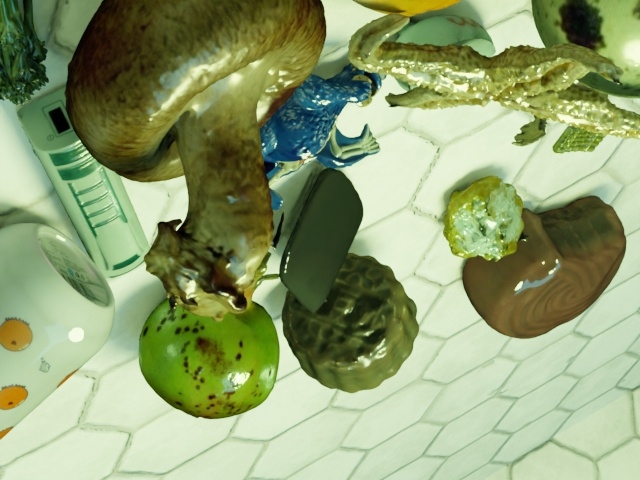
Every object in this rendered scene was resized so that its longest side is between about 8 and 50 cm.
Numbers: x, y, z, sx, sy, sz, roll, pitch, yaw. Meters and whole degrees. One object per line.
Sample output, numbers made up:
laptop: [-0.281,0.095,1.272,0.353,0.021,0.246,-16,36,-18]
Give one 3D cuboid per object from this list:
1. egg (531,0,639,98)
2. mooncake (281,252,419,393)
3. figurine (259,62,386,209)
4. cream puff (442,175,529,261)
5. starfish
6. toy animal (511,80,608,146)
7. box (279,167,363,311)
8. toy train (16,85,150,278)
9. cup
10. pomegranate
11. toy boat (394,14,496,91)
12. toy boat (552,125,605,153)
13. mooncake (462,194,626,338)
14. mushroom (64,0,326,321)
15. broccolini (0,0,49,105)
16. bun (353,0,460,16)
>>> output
egg: [0.450,-0.336,1.663,0.379,0.287,0.287,3,135,-48]
mooncake: [0.047,0.135,2.043,0.228,0.228,0.124,-34,151,0]
figurine: [-0.019,-0.164,1.640,0.262,0.121,0.164,-32,142,-32]
cream puff: [0.281,-0.040,2.138,0.156,0.156,0.121,113,0,-45]
starfish: [0.261,-0.204,1.526,0.324,0.432,0.082,42,59,-74]
toy animal: [0.393,-0.253,1.959,0.186,0.094,0.214,-12,137,-43]
box: [0.000,0.000,1.886,0.201,0.042,0.212,-63,156,-10]
toy train: [-0.284,-0.041,1.564,0.086,0.088,0.407,-29,152,-11]
cup: [-0.428,0.135,1.552,0.317,0.212,0.212,-40,151,9]
pomegranate: [-0.143,0.149,1.887,0.286,0.231,0.231,-49,150,4]
toy boat: [0.166,-0.270,1.717,0.134,0.079,0.208,-40,163,27]
toy boat: [0.478,-0.185,2.211,0.115,0.016,0.063,-7,142,-41]
mooncake: [0.456,0.052,2.395,0.334,0.174,0.326,-41,149,14]
mushroom: [-0.115,-0.147,1.291,0.334,0.356,0.331,-36,150,-2]
broccolini: [-0.319,-0.273,1.180,0.079,0.074,0.392,-31,154,-21]
bun: [0.143,-0.381,1.408,0.299,0.164,0.299,-27,152,-16]
